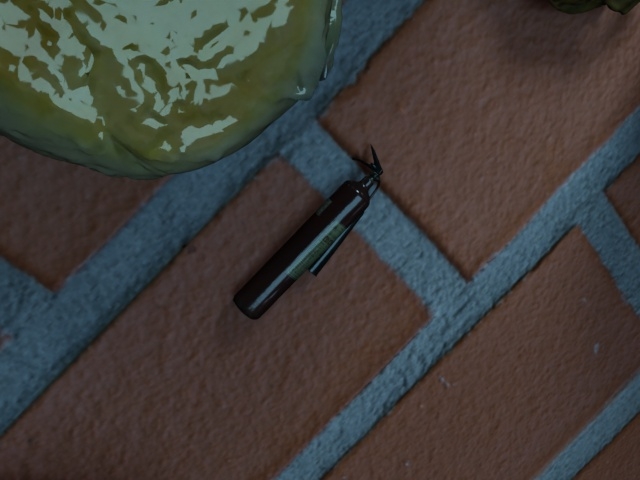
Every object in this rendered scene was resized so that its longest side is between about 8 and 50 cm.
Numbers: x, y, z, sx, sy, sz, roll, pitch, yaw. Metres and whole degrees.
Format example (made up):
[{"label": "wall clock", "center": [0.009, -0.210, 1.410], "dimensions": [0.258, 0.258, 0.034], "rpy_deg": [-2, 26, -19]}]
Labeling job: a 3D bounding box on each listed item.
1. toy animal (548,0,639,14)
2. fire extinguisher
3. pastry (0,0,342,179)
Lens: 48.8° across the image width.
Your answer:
[{"label": "toy animal", "center": [0.180, -0.261, 0.543], "dimensions": [0.275, 0.054, 0.149], "rpy_deg": [7, 106, -24]}, {"label": "fire extinguisher", "center": [0.000, 0.000, 0.590], "dimensions": [0.173, 0.035, 0.049], "rpy_deg": [-46, 117, 5]}, {"label": "pastry", "center": [-0.115, -0.157, 0.416], "dimensions": [0.264, 0.133, 0.265], "rpy_deg": [-8, 115, -18]}]
